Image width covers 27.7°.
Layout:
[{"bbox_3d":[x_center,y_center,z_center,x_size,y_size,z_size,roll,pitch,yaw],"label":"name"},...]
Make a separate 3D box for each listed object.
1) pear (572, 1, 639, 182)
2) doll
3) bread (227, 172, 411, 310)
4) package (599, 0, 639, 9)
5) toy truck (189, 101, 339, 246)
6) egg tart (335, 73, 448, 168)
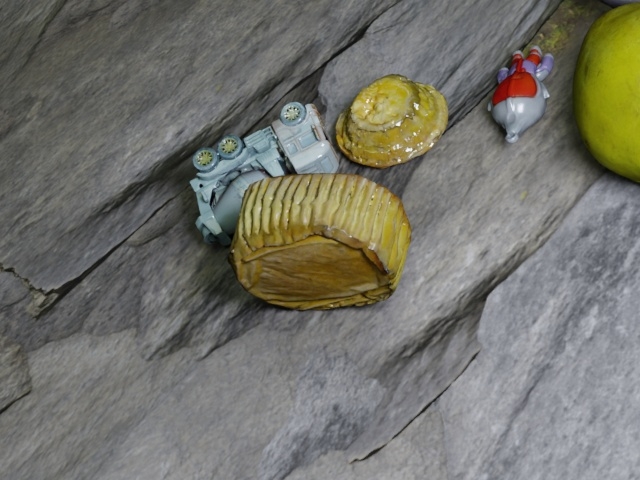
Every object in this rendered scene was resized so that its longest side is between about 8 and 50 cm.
[{"bbox_3d":[0.481,-0.210,1.856,0.252,0.253,0.307,-23,32,3],"label":"pear"},{"bbox_3d":[0.313,-0.229,2.041,0.102,0.075,0.228,-16,38,27],"label":"doll"},{"bbox_3d":[0.000,0.000,1.883,0.253,0.227,0.142,-8,48,24],"label":"bread"},{"bbox_3d":[0.522,-0.369,1.990,0.250,0.204,0.062,19,95,28],"label":"package"},{"bbox_3d":[-0.093,-0.102,2.083,0.256,0.108,0.140,-27,62,1],"label":"toy truck"},{"bbox_3d":[0.110,-0.199,2.100,0.191,0.074,0.191,-11,53,15],"label":"egg tart"}]
